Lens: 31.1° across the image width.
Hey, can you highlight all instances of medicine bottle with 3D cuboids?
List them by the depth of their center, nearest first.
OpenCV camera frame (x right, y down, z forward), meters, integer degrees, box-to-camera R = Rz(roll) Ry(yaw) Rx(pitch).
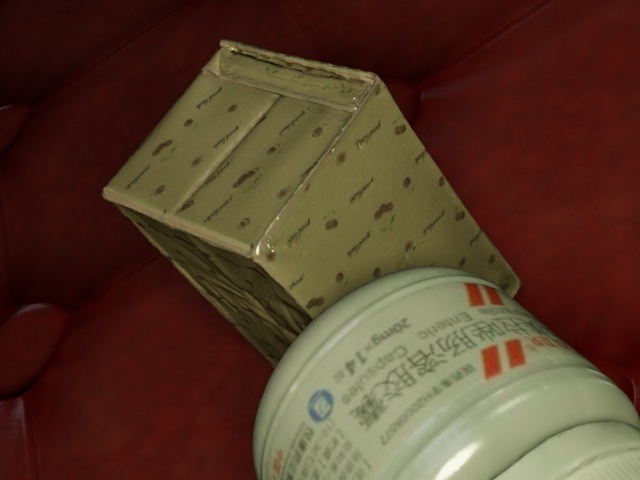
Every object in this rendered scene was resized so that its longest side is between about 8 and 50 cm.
[{"bbox_3d":[0.120,0.186,0.799,0.245,0.245,0.306,-42,47,-5],"label":"medicine bottle"}]

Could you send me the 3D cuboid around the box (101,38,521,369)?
[{"bbox_3d":[0.000,0.000,1.028,0.225,0.297,0.190,20,69,45],"label":"box"}]
